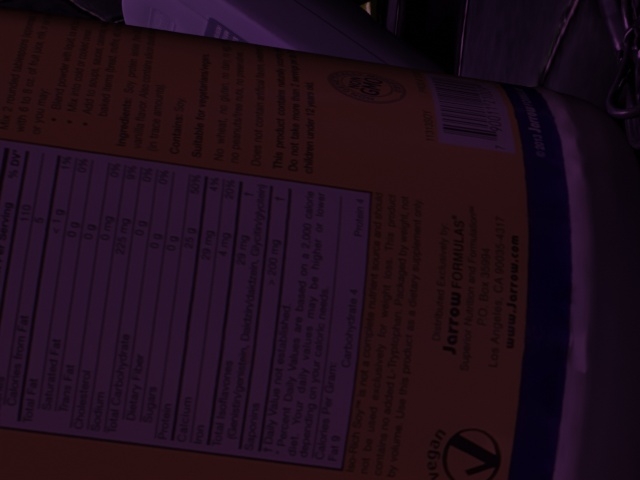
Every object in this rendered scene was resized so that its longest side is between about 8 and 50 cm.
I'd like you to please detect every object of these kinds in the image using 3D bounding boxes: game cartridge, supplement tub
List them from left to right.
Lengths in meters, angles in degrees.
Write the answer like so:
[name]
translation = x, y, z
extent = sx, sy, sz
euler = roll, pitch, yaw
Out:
[supplement tub]
translation = -0.071, 0.044, 0.606
extent = 0.241, 0.331, 0.241
euler = -172, 90, -84
[game cartridge]
translation = -0.035, -0.118, 1.089
extent = 0.060, 0.196, 0.294
euler = -60, 4, -9

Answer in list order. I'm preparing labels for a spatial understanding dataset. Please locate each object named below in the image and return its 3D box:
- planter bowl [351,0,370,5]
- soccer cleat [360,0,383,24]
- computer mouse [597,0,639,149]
[planter bowl]
translation = 0.016, -0.223, 1.139
extent = 0.162, 0.109, 0.162
euler = -173, 90, -83
[soccer cleat]
translation = 0.021, -0.165, 1.290
extent = 0.072, 0.060, 0.179
euler = 82, -159, -79
[computer mouse]
translation = 0.116, -0.128, 0.489
extent = 0.106, 0.042, 0.193
euler = -83, -1, -50
